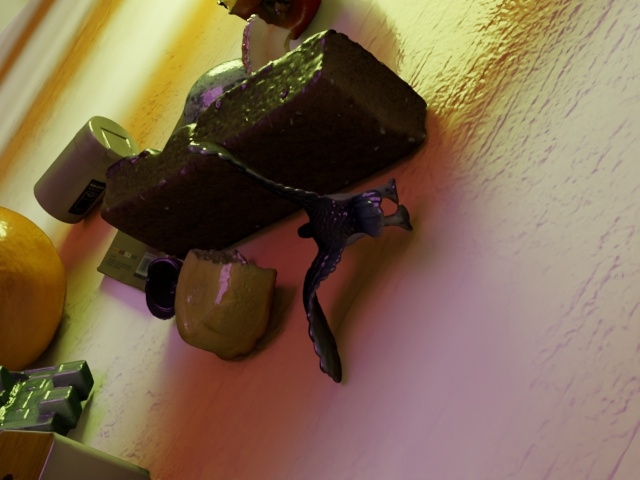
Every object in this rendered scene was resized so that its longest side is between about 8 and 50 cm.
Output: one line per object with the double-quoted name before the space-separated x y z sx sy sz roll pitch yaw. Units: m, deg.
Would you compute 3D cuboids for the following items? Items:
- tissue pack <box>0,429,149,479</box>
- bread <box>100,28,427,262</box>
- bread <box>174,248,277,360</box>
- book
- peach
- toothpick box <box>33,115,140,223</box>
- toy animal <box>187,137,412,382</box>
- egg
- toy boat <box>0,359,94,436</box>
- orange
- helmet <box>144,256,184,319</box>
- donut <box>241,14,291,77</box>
"tissue pack" -0.323 0.356 0.915 0.159 0.136 0.246 -13 54 45
"bread" -0.083 -0.099 0.970 0.416 0.165 0.113 -23 51 38
"bread" -0.115 0.074 0.939 0.156 0.086 0.125 20 89 59
"book" -0.232 -0.070 1.252 0.217 0.021 0.310 13 73 55
"peach" -0.076 -0.401 1.214 0.159 0.154 0.267 -59 28 11
"toothpick box" -0.422 -0.127 1.450 0.180 0.111 0.111 -42 37 21
"toy animal" 0.015 -0.005 0.829 0.160 0.197 0.272 -19 91 20
"egg" -0.105 -0.181 1.089 0.172 0.132 0.132 -32 39 8
"toy boat" -0.483 0.235 1.121 0.319 0.092 0.141 -9 26 5
"orange" -0.567 0.087 1.282 0.312 0.312 0.312 -31 42 32
"helmet" -0.199 0.062 1.079 0.065 0.049 0.084 10 98 21
"donut" -0.027 -0.205 1.007 0.065 0.166 0.108 135 154 -79
